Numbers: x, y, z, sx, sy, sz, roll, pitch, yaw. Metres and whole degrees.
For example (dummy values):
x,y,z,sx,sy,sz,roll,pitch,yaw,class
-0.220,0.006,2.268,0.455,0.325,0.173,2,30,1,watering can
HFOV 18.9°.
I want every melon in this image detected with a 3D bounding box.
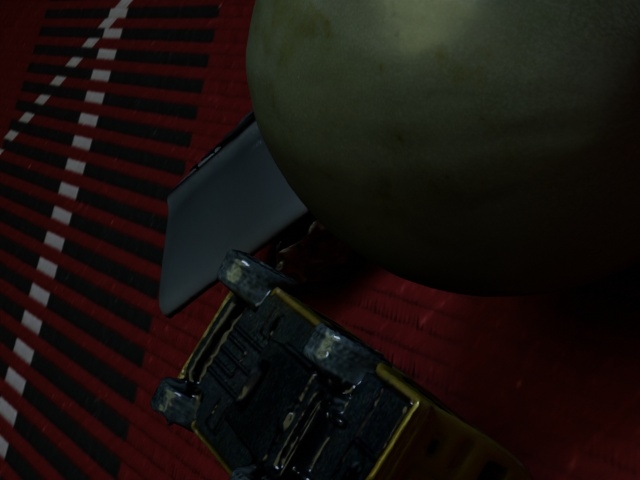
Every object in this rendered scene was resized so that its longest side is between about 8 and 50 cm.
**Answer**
x,y,z,sx,sy,sz,roll,pitch,yaw,class
0.091,-0.094,1.026,0.272,0.272,0.308,-60,7,-2,melon

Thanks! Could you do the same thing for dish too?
x,y,z,sx,sy,sz,roll,pitch,yaw,class
-0.034,-0.060,1.432,0.243,0.080,0.182,-35,8,46,dish

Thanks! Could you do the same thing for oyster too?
x,y,z,sx,sy,sz,roll,pitch,yaw,class
0.002,0.001,1.389,0.103,0.051,0.148,-42,8,-26,oyster

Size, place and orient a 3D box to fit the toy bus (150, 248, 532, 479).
x,y,z,sx,sy,sz,roll,pitch,yaw,class
0.001,0.109,1.146,0.121,0.123,0.335,-60,20,1,toy bus
